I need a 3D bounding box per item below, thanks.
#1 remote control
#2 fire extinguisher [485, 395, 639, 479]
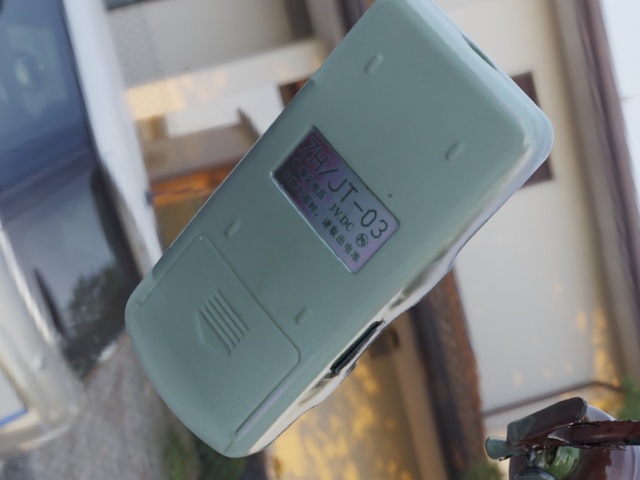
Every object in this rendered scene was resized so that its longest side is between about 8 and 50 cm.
[{"bbox_3d":[0.000,0.000,0.728,0.140,0.296,0.056,50,23,21],"label":"remote control"},{"bbox_3d":[0.253,0.202,0.992,0.337,0.147,0.106,35,48,-42],"label":"fire extinguisher"}]
